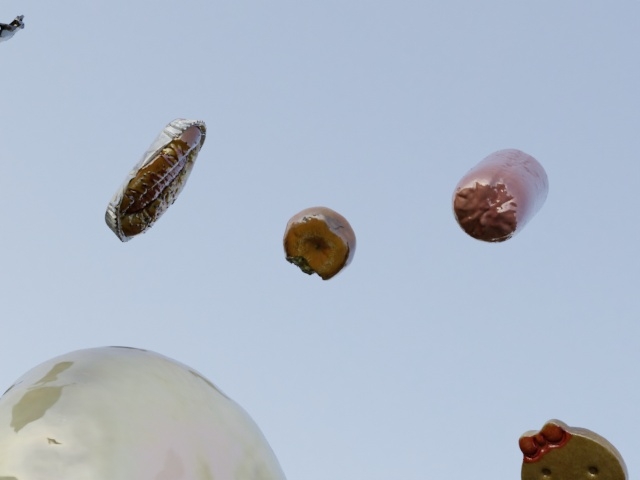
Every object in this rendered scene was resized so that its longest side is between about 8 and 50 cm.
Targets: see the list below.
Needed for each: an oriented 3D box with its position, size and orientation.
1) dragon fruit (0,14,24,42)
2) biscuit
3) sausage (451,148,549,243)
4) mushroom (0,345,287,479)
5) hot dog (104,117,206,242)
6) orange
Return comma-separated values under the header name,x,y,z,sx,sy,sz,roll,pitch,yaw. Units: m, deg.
name,x,y,z,sx,sy,sz,roll,pitch,yaw
dragon fruit,-0.423,-0.251,1.434,0.291,0.269,0.250,-108,173,-51
biscuit,0.306,0.318,2.049,0.166,0.036,0.225,-2,-73,23
sausage,0.142,-0.036,1.358,0.062,0.154,0.062,3,-78,15
mushroom,-0.151,0.263,1.408,0.353,0.325,0.353,27,-35,21
hot dog,-0.213,-0.082,2.288,0.053,0.192,0.099,36,-6,20
orange,0.000,0.000,1.967,0.086,0.062,0.086,2,-73,6
